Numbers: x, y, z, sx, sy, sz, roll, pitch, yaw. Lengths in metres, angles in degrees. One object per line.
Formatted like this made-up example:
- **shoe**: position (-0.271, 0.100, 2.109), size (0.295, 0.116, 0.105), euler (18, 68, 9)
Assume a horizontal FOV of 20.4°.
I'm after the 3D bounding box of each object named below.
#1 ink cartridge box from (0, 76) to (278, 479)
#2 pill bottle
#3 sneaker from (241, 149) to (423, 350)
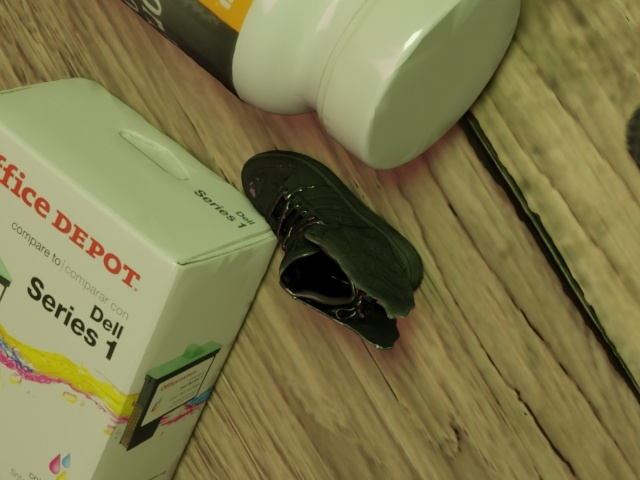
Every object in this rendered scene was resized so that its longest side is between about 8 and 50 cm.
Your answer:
- **ink cartridge box**: position (-0.177, 0.059, 1.212), size (0.201, 0.117, 0.278), euler (37, 119, 22)
- **pill bottle**: position (-0.031, -0.173, 1.028), size (0.278, 0.162, 0.162), euler (40, 120, 21)
- **sneaker**: position (-0.001, 0.002, 1.095), size (0.170, 0.089, 0.051), euler (37, 119, 22)
